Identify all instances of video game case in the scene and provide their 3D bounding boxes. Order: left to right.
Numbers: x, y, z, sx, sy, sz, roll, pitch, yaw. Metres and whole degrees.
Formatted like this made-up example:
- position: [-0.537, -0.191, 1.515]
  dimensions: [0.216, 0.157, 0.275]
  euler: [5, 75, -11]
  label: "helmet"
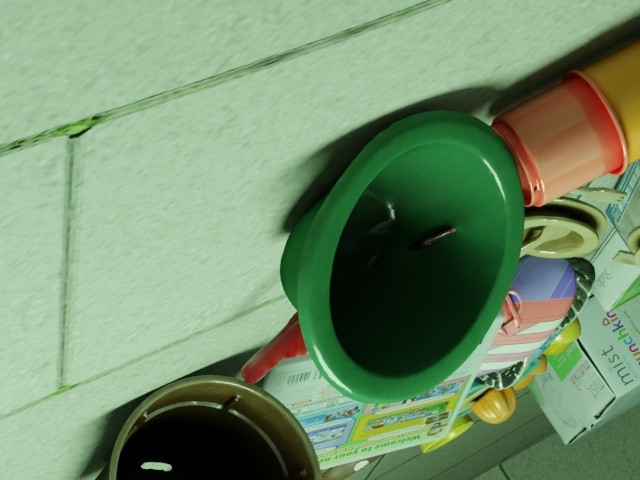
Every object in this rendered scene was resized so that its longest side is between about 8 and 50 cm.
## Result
- position: [0.035, 0.133, 1.405]
  dimensions: [0.212, 0.023, 0.193]
  euler: [-11, 146, -22]
  label: "video game case"

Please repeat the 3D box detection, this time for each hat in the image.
- position: [0.000, 0.000, 1.047]
  dimensions: [0.173, 0.183, 0.208]
  euler: [32, 84, -41]
  label: "hat"

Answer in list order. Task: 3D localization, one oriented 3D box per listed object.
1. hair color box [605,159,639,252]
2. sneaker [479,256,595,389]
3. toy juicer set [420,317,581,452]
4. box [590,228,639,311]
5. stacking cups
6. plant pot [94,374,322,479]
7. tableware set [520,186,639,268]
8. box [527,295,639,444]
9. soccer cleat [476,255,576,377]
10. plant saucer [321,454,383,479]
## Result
- position: [0.430, -0.094, 1.441]
  dimensions: [0.347, 0.105, 0.174]
  euler: [-29, 163, -9]
  label: "hair color box"
- position: [0.215, 0.074, 1.647]
  dimensions: [0.162, 0.063, 0.073]
  euler: [-51, 168, 26]
  label: "sneaker"
- position: [0.209, 0.140, 1.807]
  dimensions: [0.209, 0.089, 0.329]
  euler: [-28, 165, -13]
  label: "toy juicer set"
- position: [0.436, -0.053, 1.700]
  dimensions: [0.322, 0.058, 0.232]
  euler: [-29, 165, -15]
  label: "box"
- position: [0.257, -0.113, 1.072]
  dimensions: [0.316, 0.096, 0.096]
  euler: [-28, 165, -7]
  label: "stacking cups"
- position: [-0.105, 0.205, 1.282]
  dimensions: [0.167, 0.167, 0.165]
  euler: [-23, 172, -29]
  label: "plant pot"
- position: [0.233, 0.006, 1.303]
  dimensions: [0.194, 0.039, 0.128]
  euler: [9, 157, -4]
  label: "tableware set"
- position: [0.399, 0.130, 2.079]
  dimensions: [0.231, 0.127, 0.262]
  euler: [-27, 165, -13]
  label: "box"
- position: [0.119, 0.088, 1.485]
  dimensions: [0.248, 0.083, 0.095]
  euler: [-30, 161, 6]
  label: "soccer cleat"
- position: [0.029, 0.252, 1.935]
  dimensions: [0.168, 0.029, 0.168]
  euler: [-30, 165, -9]
  label: "plant saucer"
